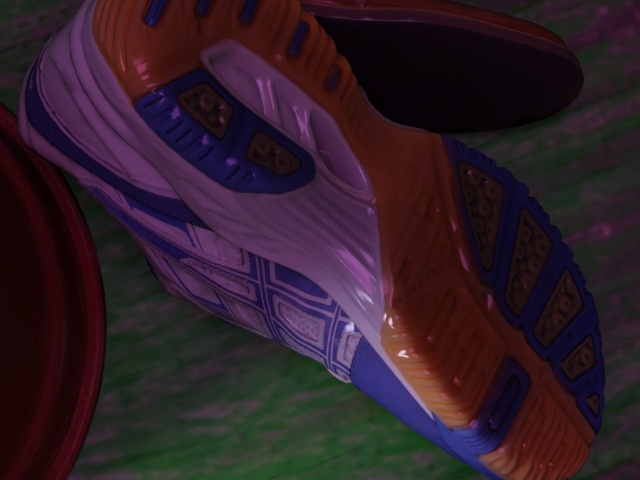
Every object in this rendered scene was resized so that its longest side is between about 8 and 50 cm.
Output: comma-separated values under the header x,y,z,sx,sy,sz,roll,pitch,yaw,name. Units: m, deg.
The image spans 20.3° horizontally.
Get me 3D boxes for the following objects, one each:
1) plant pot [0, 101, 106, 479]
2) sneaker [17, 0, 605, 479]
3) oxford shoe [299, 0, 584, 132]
x,y,z,sx,sy,sz,roll,pitch,yaw,name
-0.224,0.029,0.671,0.272,0.265,0.272,0,85,-3,plant pot
0.000,0.000,0.776,0.296,0.131,0.112,45,54,-18,sneaker
0.015,-0.101,0.796,0.212,0.076,0.076,11,53,-8,oxford shoe
